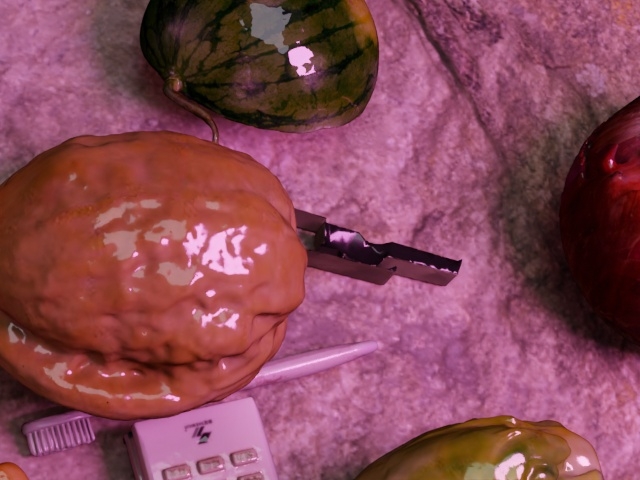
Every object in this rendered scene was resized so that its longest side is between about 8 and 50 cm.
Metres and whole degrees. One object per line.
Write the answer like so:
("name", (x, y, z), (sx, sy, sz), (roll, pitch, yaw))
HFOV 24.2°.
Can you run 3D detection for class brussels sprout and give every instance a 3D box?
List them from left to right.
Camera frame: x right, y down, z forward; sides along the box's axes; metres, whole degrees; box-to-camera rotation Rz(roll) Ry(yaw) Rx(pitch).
("brussels sprout", (0.110, 0.212, 1.131), (0.223, 0.223, 0.161), (-6, 52, -20))

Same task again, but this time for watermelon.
("watermelon", (-0.045, -0.189, 1.284), (0.232, 0.127, 0.204), (-15, 53, -42))

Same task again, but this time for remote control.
("remote control", (-0.063, 0.263, 1.133), (0.103, 0.055, 0.277), (-10, 69, -21))

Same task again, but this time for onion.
("onion", (0.347, -0.020, 1.300), (0.276, 0.276, 0.276), (7, 64, -15))

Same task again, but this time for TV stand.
("TV stand", (0.000, 0.000, 1.286), (0.249, 0.036, 0.042), (15, 61, -11))

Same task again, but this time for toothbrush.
("toothbrush", (-0.090, 0.124, 1.207), (0.307, 0.025, 0.029), (-13, 79, -22))

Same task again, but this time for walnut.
("walnut", (-0.143, 0.020, 1.122), (0.257, 0.224, 0.257), (8, 56, -12))

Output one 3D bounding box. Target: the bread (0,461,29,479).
("bread", (-0.229, 0.218, 1.103), (0.062, 0.049, 0.103), (-30, 79, -19))
